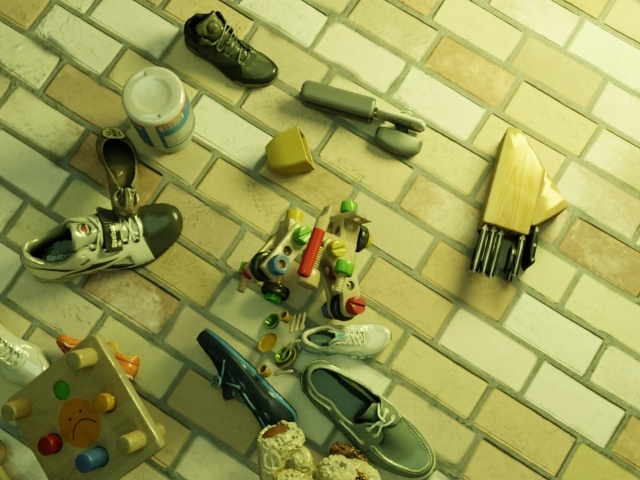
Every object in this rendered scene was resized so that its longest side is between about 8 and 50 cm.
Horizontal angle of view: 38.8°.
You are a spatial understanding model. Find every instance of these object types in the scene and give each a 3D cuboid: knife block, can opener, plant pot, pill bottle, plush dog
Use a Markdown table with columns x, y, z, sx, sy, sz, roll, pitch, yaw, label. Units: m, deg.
| x | y | z | sx | sy | sz | roll | pitch | yaw | label |
| --- | --- | --- | --- | --- | --- | --- | --- | --- | --- |
| 0.364 | -0.060 | 1.857 | 0.242 | 0.088 | 0.275 | -28 | 79 | -7 | knife block |
| 0.088 | -0.263 | 1.911 | 0.280 | 0.074 | 0.093 | 21 | 79 | 5 | can opener |
| -0.068 | -0.180 | 1.892 | 0.083 | 0.081 | 0.081 | -18 | 78 | 7 | plant pot |
| -0.320 | -0.253 | 1.834 | 0.124 | 0.221 | 0.124 | 0 | 77 | -1 | pill bottle |
| 0.008 | 0.472 | 1.675 | 0.225 | 0.262 | 0.210 | -5 | 116 | -12 | plush dog |

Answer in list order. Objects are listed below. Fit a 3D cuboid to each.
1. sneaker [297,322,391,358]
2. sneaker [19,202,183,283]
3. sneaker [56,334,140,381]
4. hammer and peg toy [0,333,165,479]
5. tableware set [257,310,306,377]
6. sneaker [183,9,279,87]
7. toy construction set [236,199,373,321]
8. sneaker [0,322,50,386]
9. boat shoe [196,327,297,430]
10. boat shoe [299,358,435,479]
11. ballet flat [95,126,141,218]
| x | y | z | sx | sy | sz | roll | pitch | yaw | label |
| --- | --- | --- | --- | --- | --- | --- | --- | --- | --- |
| 0.049 | 0.198 | 1.802 | 0.191 | 0.083 | 0.071 | -5 | 76 | -2 | sneaker |
| -0.438 | 0.000 | 1.819 | 0.331 | 0.146 | 0.122 | -20 | 76 | -6 | sneaker |
| -0.444 | 0.227 | 1.816 | 0.175 | 0.064 | 0.067 | 24 | 57 | 1 | sneaker |
| -0.483 | 0.380 | 1.727 | 0.361 | 0.127 | 0.266 | -38 | 79 | 17 | hammer and peg toy |
| -0.087 | 0.201 | 1.784 | 0.104 | 0.024 | 0.154 | -14 | 43 | 30 | tableware set |
| -0.193 | -0.405 | 1.918 | 0.227 | 0.130 | 0.087 | 33 | 81 | 5 | sneaker |
| 0.000 | 0.000 | 1.750 | 0.257 | 0.309 | 0.237 | 20 | 73 | -3 | toy construction set |
| -0.636 | 0.209 | 1.783 | 0.232 | 0.115 | 0.090 | 34 | 80 | 7 | sneaker |
| -0.159 | 0.283 | 1.772 | 0.089 | 0.109 | 0.258 | -45 | 79 | -6 | boat shoe |
| 0.090 | 0.349 | 1.758 | 0.319 | 0.099 | 0.116 | 40 | 80 | 8 | boat shoe |
| -0.409 | -0.151 | 1.852 | 0.084 | 0.058 | 0.250 | -3 | 50 | -18 | ballet flat |
